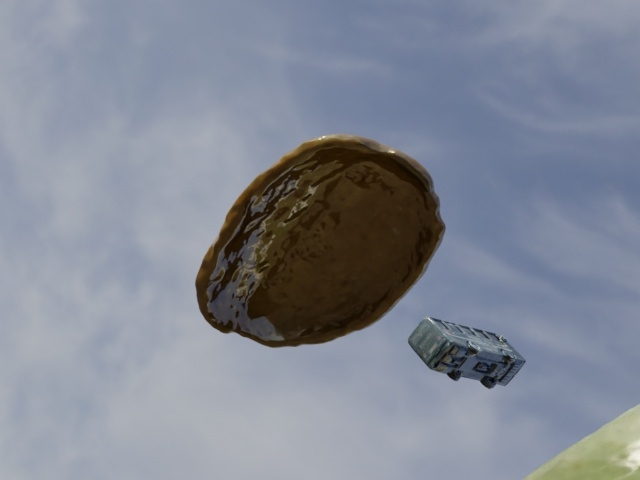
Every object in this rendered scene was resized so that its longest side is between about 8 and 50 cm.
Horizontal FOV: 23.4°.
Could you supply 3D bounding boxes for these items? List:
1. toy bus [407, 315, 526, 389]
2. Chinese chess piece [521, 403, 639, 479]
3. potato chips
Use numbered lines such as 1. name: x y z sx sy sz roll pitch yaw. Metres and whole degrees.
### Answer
1. toy bus: 0.165 0.125 1.732 0.047 0.166 0.065 -53 -125 15
2. Chinese chess piece: 0.214 0.182 0.876 0.146 0.349 0.349 58 -28 24
3. potato chips: 0.000 0.000 1.135 0.150 0.049 0.201 23 -55 -21
